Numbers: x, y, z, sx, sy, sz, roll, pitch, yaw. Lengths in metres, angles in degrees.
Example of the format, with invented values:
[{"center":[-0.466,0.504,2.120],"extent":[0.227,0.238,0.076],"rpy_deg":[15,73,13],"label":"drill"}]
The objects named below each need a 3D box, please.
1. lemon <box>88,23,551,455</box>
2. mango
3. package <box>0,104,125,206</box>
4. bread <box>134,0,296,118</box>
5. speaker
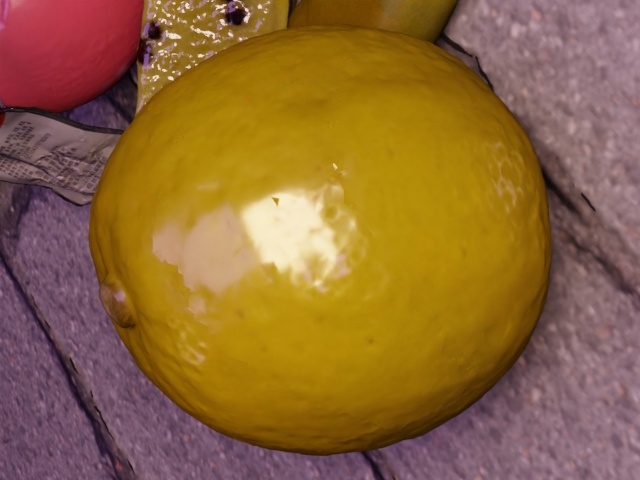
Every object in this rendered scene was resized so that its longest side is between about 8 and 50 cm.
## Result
[{"center":[0.000,0.000,0.861],"extent":[0.348,0.348,0.347],"rpy_deg":[9,104,42],"label":"lemon"},{"center":[0.048,-0.197,0.961],"extent":[0.122,0.086,0.191],"rpy_deg":[51,138,12],"label":"mango"},{"center":[-0.242,-0.079,1.171],"extent":[0.166,0.232,0.040],"rpy_deg":[-28,52,49],"label":"package"},{"center":[-0.110,-0.078,1.090],"extent":[0.138,0.077,0.361],"rpy_deg":[8,107,1],"label":"bread"},{"center":[-0.311,-0.258,1.129],"extent":[0.294,0.294,0.294],"rpy_deg":[9,104,42],"label":"speaker"}]
